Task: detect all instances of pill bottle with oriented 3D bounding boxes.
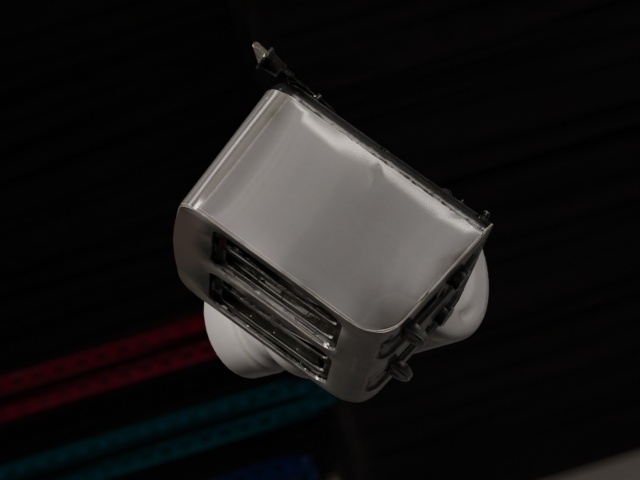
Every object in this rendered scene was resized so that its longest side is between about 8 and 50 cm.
[{"bbox_3d":[0.014,0.037,1.388,0.112,0.187,0.112,26,-124,-45],"label":"pill bottle"}]

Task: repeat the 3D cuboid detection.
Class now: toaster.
[{"bbox_3d":[0.000,0.000,1.206,0.186,0.110,0.168,36,161,7],"label":"toaster"}]
